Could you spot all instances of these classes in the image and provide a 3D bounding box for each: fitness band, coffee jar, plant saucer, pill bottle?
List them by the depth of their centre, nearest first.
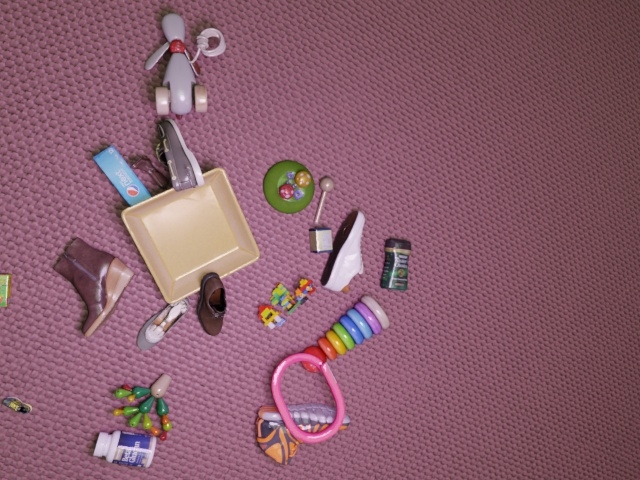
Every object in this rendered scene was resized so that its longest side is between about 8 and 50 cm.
[{"bbox_3d":[-0.600,0.637,1.630,0.169,0.094,0.094,17,86,-18],"label":"pill bottle"},{"bbox_3d":[-0.400,-0.020,1.667,0.332,0.081,0.333,-28,113,-16],"label":"plant saucer"},{"bbox_3d":[-0.042,0.510,1.736,0.208,0.054,0.291,-24,86,-9],"label":"fitness band"},{"bbox_3d":[0.274,0.088,1.926,0.096,0.079,0.185,6,88,-19],"label":"coffee jar"}]

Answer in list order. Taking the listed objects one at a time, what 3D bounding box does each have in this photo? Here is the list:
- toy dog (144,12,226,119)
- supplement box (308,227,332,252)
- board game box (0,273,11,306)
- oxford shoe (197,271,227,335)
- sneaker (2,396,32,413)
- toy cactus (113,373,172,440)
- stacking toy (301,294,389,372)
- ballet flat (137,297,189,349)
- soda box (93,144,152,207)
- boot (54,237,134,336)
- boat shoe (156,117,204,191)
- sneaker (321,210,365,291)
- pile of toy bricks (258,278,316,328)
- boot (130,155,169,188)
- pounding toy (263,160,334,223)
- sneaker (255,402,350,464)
[{"bbox_3d":[-0.440,-0.515,1.659,0.220,0.161,0.334,17,71,-15],"label":"toy dog"},{"bbox_3d":[0.000,0.000,1.828,0.056,0.083,0.083,-5,92,-18],"label":"supplement box"},{"bbox_3d":[-0.990,0.138,1.515,0.181,0.043,0.092,3,90,-18],"label":"board game box"},{"bbox_3d":[-0.338,0.221,1.682,0.082,0.096,0.227,-14,125,-27],"label":"oxford shoe"},{"bbox_3d":[-0.890,0.484,1.559,0.083,0.035,0.031,27,82,-17],"label":"sneaker"},{"bbox_3d":[-0.532,0.505,1.663,0.219,0.112,0.181,40,60,-13],"label":"toy cactus"},{"bbox_3d":[0.075,0.337,1.840,0.330,0.141,0.141,-36,102,-11],"label":"stacking toy"},{"bbox_3d":[-0.497,0.259,1.672,0.072,0.068,0.213,45,78,-14],"label":"ballet flat"},{"bbox_3d":[-0.599,-0.183,1.630,0.071,0.067,0.210,-38,102,-14],"label":"soda box"},{"bbox_3d":[-0.709,0.142,1.606,0.206,0.090,0.249,30,83,-5],"label":"boot"},{"bbox_3d":[-0.441,-0.260,1.590,0.091,0.109,0.305,-24,54,-15],"label":"boat shoe"},{"bbox_3d":[0.107,0.042,1.863,0.123,0.106,0.290,21,95,-22],"label":"sneaker"},{"bbox_3d":[-0.120,0.190,1.794,0.212,0.118,0.105,-46,76,4],"label":"pile of toy bricks"},{"bbox_3d":[-0.524,-0.203,1.643,0.037,0.106,0.114,-32,103,22],"label":"boot"},{"bbox_3d":[-0.069,-0.172,1.788,0.236,0.110,0.183,21,84,-18],"label":"pounding toy"},{"bbox_3d":[-0.063,0.660,1.812,0.320,0.124,0.180,5,93,-8],"label":"sneaker"}]
